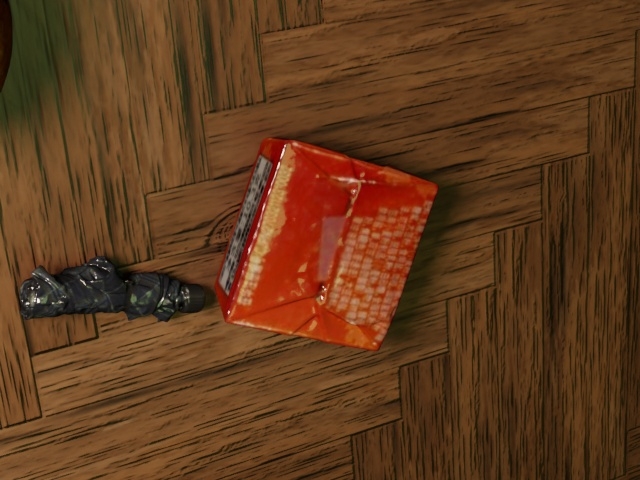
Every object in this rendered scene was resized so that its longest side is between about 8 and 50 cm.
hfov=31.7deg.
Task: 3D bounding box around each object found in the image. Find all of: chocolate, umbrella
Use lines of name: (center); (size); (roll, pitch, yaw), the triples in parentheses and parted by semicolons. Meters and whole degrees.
chocolate: (0.000, 0.000, 1.412); (0.235, 0.108, 0.237); (12, 103, -31)
umbrella: (-0.240, 0.058, 1.332); (0.224, 0.080, 0.071); (5, 70, -33)

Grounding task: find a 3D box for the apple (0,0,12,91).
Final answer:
apple: (-0.424, -0.206, 1.031); (0.277, 0.250, 0.309); (-51, 125, -4)
